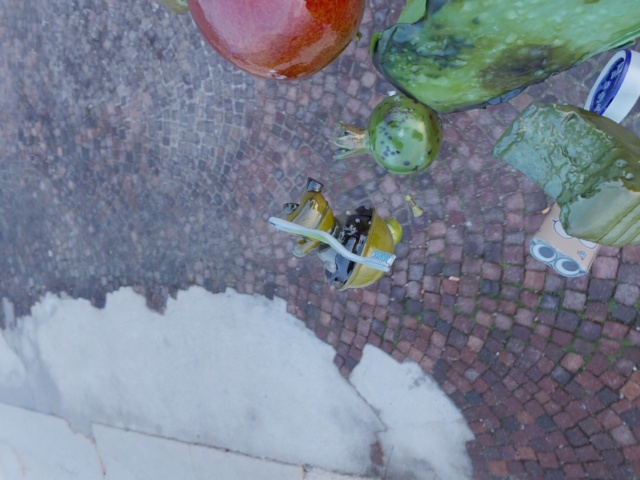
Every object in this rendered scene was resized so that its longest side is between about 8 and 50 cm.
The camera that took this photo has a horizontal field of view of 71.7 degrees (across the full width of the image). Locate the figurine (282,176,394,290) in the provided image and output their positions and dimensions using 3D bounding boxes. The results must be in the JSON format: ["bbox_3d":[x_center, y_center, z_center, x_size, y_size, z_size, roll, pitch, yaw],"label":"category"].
[{"bbox_3d":[0.043,-0.002,0.923,0.167,0.256,0.192,27,89,57],"label":"figurine"}]

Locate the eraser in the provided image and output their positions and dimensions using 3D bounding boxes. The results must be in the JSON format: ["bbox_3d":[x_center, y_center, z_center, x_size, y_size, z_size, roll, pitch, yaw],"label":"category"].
[{"bbox_3d":[0.752,-0.037,1.324,0.171,0.290,0.087,36,150,15],"label":"eraser"}]

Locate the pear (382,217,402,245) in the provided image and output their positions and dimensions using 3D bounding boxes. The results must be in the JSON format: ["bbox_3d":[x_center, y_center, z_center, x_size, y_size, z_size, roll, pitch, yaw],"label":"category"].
[{"bbox_3d":[0.283,-0.040,1.926,0.141,0.141,0.104,2,138,33],"label":"pear"}]

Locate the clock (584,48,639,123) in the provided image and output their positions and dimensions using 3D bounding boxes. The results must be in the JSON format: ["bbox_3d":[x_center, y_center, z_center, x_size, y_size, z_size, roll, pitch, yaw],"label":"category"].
[{"bbox_3d":[0.907,-0.461,1.363,0.083,0.230,0.231,23,111,11],"label":"clock"}]

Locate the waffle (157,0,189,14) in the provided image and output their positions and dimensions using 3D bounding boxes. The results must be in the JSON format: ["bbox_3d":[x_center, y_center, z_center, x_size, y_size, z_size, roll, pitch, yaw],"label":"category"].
[{"bbox_3d":[-0.180,-0.555,0.722,0.304,0.077,0.348,39,110,58],"label":"waffle"}]

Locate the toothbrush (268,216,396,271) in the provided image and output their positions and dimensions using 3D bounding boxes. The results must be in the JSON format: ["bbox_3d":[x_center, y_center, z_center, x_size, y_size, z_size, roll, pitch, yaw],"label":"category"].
[{"bbox_3d":[0.000,0.000,0.622,0.263,0.022,0.026,18,64,47],"label":"toothbrush"}]

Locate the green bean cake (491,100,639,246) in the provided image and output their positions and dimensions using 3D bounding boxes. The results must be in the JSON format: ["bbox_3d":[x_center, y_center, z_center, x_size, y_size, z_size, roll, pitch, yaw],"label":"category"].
[{"bbox_3d":[0.423,-0.110,0.693,0.124,0.232,0.236,-64,36,37],"label":"green bean cake"}]

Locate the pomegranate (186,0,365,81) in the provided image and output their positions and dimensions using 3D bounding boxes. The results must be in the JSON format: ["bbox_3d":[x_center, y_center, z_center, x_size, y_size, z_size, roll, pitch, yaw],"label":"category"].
[{"bbox_3d":[-0.041,-0.304,0.538,0.220,0.256,0.221,-1,89,39],"label":"pomegranate"}]

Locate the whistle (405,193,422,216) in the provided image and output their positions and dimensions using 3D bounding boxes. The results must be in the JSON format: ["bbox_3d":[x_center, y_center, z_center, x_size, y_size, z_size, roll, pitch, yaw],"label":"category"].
[{"bbox_3d":[0.418,-0.165,1.982,0.109,0.057,0.046,57,156,-19],"label":"whistle"}]

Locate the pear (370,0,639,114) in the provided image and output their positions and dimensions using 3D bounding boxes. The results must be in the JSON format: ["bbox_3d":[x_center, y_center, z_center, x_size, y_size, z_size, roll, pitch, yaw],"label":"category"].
[{"bbox_3d":[0.174,-0.277,0.401,0.238,0.163,0.256,-6,69,63],"label":"pear"}]

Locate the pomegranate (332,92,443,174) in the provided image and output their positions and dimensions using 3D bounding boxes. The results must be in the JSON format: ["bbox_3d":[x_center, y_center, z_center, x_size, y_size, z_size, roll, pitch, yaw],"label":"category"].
[{"bbox_3d":[0.188,-0.294,1.205,0.285,0.231,0.231,10,104,19],"label":"pomegranate"}]
